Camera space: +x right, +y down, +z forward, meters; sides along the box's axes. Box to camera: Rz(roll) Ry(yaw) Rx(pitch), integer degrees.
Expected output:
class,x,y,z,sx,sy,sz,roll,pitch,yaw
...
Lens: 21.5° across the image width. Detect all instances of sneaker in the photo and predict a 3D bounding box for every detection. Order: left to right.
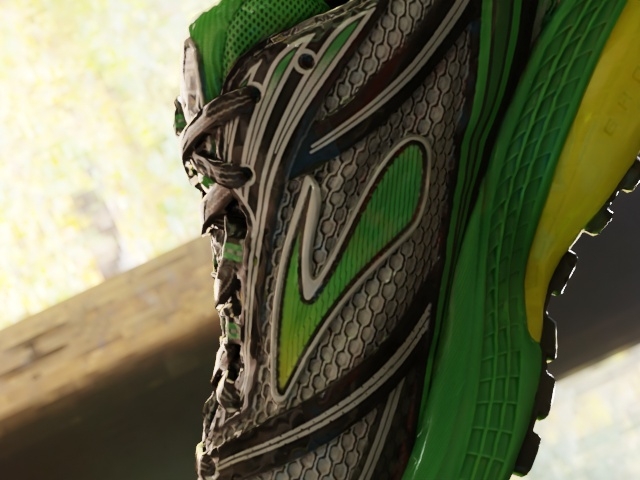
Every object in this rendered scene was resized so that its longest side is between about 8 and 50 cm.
class,x,y,z,sx,sy,sz,roll,pitch,yaw
sneaker,0.000,0.000,0.545,0.146,0.344,0.134,24,-3,-19
